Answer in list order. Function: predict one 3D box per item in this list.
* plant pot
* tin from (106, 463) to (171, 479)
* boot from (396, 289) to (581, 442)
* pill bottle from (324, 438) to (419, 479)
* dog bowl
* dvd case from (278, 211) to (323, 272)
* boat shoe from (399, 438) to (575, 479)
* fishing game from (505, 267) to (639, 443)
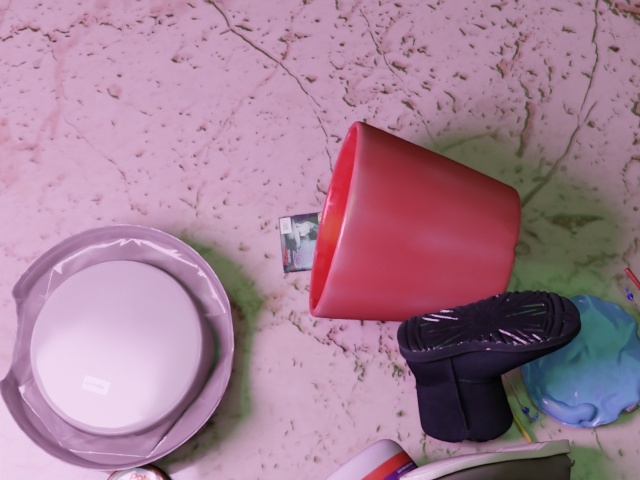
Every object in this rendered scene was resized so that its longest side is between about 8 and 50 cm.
[{"bbox_3d":[0.131,-0.005,1.651,0.243,0.275,0.275,13,77,-6],"label":"plant pot"},{"bbox_3d":[-0.272,0.407,1.694,0.106,0.040,0.190,18,78,6],"label":"tin"},{"bbox_3d":[0.236,0.176,1.613,0.246,0.207,0.094,-11,42,12],"label":"boot"},{"bbox_3d":[0.124,0.433,1.573,0.181,0.181,0.323,-39,76,-5],"label":"pill bottle"},{"bbox_3d":[-0.285,0.157,1.726,0.348,0.102,0.349,-2,75,6],"label":"dog bowl"},{"bbox_3d":[0.000,0.000,1.784,0.119,0.013,0.087,-7,75,2],"label":"dvd case"},{"bbox_3d":[0.226,0.319,1.561,0.109,0.305,0.091,-19,76,45],"label":"boat shoe"},{"bbox_3d":[0.372,0.170,1.692,0.264,0.041,0.189,-37,75,4],"label":"fishing game"}]
